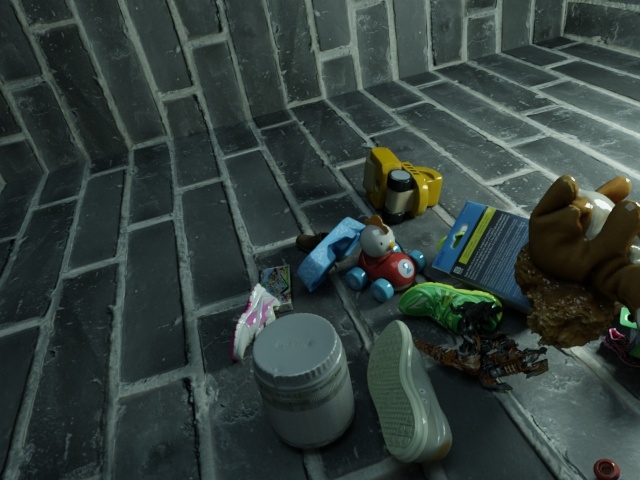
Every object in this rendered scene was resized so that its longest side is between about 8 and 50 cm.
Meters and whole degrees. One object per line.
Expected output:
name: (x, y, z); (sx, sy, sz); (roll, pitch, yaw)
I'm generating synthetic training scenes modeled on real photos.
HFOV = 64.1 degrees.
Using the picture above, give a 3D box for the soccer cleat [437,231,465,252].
soccer cleat: (0.525, 0.003, 1.686); (0.289, 0.093, 0.121); (-13, 2, 3)

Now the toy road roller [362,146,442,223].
toy road roller: (0.329, -0.224, 2.030); (0.240, 0.203, 0.329); (-8, 37, -17)

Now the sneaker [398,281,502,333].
sneaker: (0.367, 0.197, 1.471); (0.295, 0.109, 0.123); (3, 32, 19)

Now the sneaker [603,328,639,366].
sneaker: (0.772, 0.269, 1.294); (0.047, 0.057, 0.119); (-20, 36, -16)

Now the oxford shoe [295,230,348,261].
oxford shoe: (0.000, 0.000, 1.883); (0.227, 0.096, 0.083); (12, 42, 33)

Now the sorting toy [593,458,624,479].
sorting toy: (0.589, 0.498, 1.036); (0.061, 0.042, 0.102); (-7, 43, 35)

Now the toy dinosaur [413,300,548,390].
toy dinosaur: (0.405, 0.270, 1.311); (0.321, 0.164, 0.218); (2, 79, 8)

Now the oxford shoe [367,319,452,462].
oxford shoe: (0.215, 0.368, 1.267); (0.130, 0.169, 0.449); (28, 22, -15)

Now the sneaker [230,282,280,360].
sneaker: (-0.194, 0.255, 1.556); (0.111, 0.103, 0.252); (24, 59, -4)

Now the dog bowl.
dog bowl: (0.036, 0.038, 1.707); (0.074, 0.166, 0.297); (41, 71, 12)

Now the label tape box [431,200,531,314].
label tape box: (0.548, 0.050, 1.533); (0.347, 0.115, 0.249); (24, 81, 43)

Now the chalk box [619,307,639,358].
chalk box: (0.837, 0.219, 1.226); (0.213, 0.132, 0.132); (25, 46, 15)

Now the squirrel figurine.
squirrel figurine: (0.657, 0.087, 1.186); (0.281, 0.397, 0.370); (2, 41, -38)

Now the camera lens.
camera lens: (-0.037, 0.342, 1.232); (0.219, 0.274, 0.219); (-8, 34, 5)

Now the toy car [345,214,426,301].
toy car: (0.204, 0.031, 1.648); (0.210, 0.238, 0.219); (23, 47, 40)

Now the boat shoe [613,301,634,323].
boat shoe: (0.932, 0.186, 1.328); (0.324, 0.123, 0.120); (1, 40, 32)

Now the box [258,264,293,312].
box: (-0.153, 0.166, 1.736); (0.114, 0.036, 0.207); (-11, 34, 1)
